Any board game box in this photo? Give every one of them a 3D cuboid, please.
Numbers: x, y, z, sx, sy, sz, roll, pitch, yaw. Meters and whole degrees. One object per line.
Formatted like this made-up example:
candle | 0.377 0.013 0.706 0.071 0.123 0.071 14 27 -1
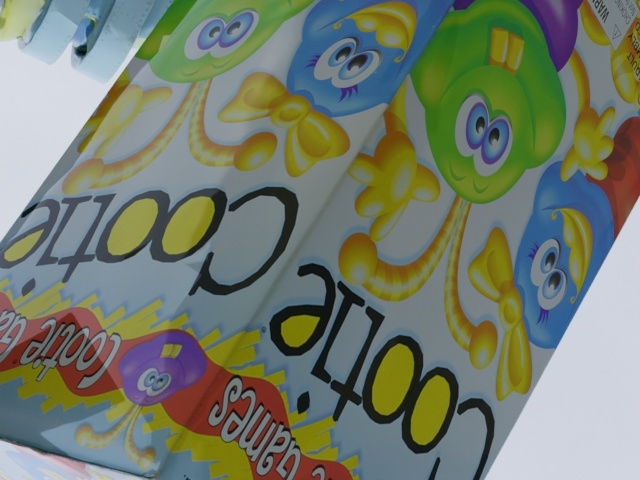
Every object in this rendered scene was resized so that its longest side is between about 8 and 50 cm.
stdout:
board game box | 0.000 0.000 0.710 0.275 0.142 0.144 -58 -47 -23

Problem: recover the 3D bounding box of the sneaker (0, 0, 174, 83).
sneaker | -0.178 -0.110 0.924 0.208 0.319 0.127 40 171 -16
